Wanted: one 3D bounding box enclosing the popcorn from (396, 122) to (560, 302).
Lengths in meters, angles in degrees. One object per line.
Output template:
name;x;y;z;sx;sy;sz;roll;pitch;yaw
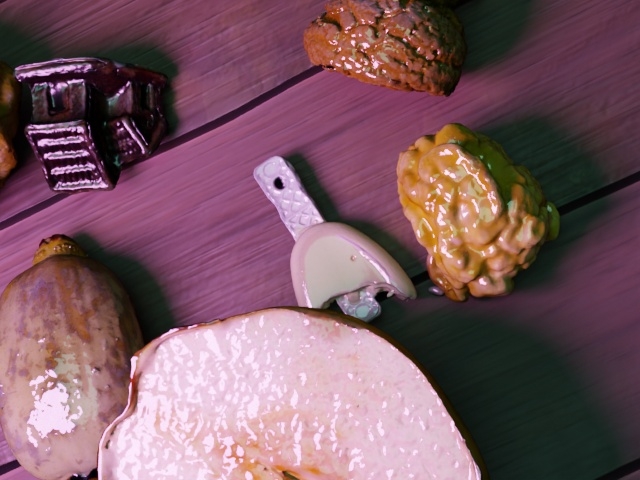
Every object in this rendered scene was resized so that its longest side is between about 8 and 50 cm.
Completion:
popcorn;0.172;-0.033;1.119;0.163;0.140;0.194;-14;79;14

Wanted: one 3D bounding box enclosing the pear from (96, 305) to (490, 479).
pear;-0.018;0.238;1.079;0.387;0.191;0.340;26;92;13

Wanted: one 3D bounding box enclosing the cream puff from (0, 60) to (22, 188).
cream puff;-0.463;-0.124;1.229;0.196;0.244;0.244;6;80;-24

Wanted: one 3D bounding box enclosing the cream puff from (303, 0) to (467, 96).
cream puff;0.083;-0.261;1.138;0.183;0.183;0.168;19;109;14

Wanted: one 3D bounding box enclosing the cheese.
cheese;0.000;0.000;1.190;0.127;0.050;0.235;-33;77;5

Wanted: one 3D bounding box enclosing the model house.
model house;-0.269;-0.135;1.238;0.165;0.106;0.152;-6;80;7

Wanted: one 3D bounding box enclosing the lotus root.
lotus root;-0.288;0.132;1.177;0.173;0.173;0.309;-19;70;8
